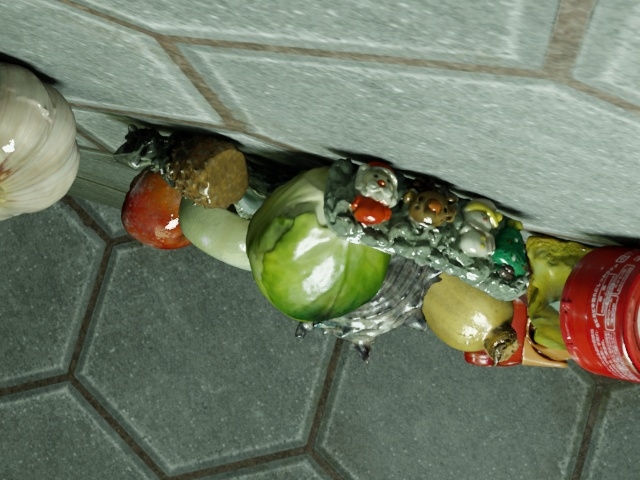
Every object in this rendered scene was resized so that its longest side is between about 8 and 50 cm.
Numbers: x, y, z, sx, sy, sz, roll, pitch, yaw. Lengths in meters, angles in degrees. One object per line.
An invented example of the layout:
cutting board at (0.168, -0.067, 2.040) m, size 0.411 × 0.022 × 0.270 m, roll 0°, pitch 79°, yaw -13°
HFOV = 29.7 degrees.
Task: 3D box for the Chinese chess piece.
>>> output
Chinese chess piece at (-0.132, -0.032, 2.085) m, size 0.237 × 0.092 × 0.238 m, roll 20°, pitch -160°, yaw -7°

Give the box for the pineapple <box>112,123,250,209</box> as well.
pineapple at (-0.218, -0.122, 1.843) m, size 0.237 × 0.111 × 0.119 m, roll 19°, pitch 148°, yaw 40°

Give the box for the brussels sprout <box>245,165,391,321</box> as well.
brussels sprout at (0.000, 0.000, 1.792) m, size 0.219 × 0.210 × 0.271 m, roll -8°, pitch 142°, yaw -20°

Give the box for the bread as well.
bread at (0.394, 0.099, 1.872) m, size 0.160 × 0.088 × 0.233 m, roll 18°, pitch 147°, yaw 30°

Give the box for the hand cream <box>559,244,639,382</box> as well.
hand cream at (0.439, 0.102, 1.672) m, size 0.193 × 0.193 × 0.125 m, roll 19°, pitch 175°, yaw -31°

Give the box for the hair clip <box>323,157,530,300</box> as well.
hair clip at (0.160, -0.026, 1.631) m, size 0.321 × 0.138 × 0.091 m, roll 19°, pitch 144°, yaw -18°

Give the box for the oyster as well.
oyster at (-0.047, -0.064, 1.966) m, size 0.252 × 0.087 × 0.199 m, roll 12°, pitch 169°, yaw -4°

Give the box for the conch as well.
conch at (0.084, 0.059, 2.028) m, size 0.186 × 0.313 × 0.241 m, roll 50°, pitch -163°, yaw -37°

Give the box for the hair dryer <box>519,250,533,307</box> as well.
hair dryer at (0.376, 0.063, 2.118) m, size 0.312 × 0.123 × 0.340 m, roll 27°, pitch -175°, yaw -2°

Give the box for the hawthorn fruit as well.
hawthorn fruit at (-0.297, -0.062, 2.346) m, size 0.172 × 0.173 × 0.173 m, roll 16°, pitch 175°, yaw 2°

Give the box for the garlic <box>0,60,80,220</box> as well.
garlic at (-0.500, -0.142, 1.706) m, size 0.321 × 0.241 × 0.322 m, roll -23°, pitch 167°, yaw -5°

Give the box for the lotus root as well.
lotus root at (0.237, 0.094, 2.119) m, size 0.303 × 0.146 × 0.131 m, roll 48°, pitch -161°, yaw 25°

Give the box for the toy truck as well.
toy truck at (0.400, 0.155, 2.348) m, size 0.239 × 0.189 × 0.265 m, roll 5°, pitch -173°, yaw 5°
